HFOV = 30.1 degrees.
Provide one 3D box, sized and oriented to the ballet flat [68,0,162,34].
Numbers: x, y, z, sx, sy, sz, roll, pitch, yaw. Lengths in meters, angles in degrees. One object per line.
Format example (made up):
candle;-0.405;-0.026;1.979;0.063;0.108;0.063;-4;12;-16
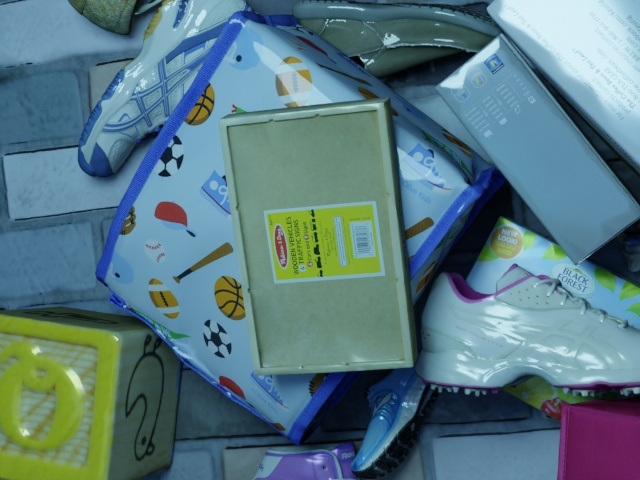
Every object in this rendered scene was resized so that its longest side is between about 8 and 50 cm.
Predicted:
ballet flat;-0.162;-0.389;1.443;0.348;0.123;0.123;-45;79;10

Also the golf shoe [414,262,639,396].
golf shoe;0.248;0.093;1.242;0.306;0.115;0.140;0;86;16

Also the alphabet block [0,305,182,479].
alphabet block;-0.292;0.183;1.421;0.193;0.197;0.192;5;91;16

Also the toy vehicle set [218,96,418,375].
toy vehicle set;0.000;0.000;1.173;0.166;0.035;0.266;-3;103;14

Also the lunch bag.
lunch bag;-0.038;-0.009;1.327;0.328;0.239;0.385;37;107;11

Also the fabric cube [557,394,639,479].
fabric cube;0.402;0.290;1.156;0.258;0.259;0.254;2;90;40

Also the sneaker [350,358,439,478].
sneaker;0.078;0.202;1.383;0.073;0.063;0.162;23;72;28

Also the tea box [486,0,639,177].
tea box;0.373;-0.162;1.169;0.220;0.323;0.329;-44;79;11

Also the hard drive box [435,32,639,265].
hard drive box;0.236;-0.100;1.268;0.089;0.181;0.232;-39;86;14

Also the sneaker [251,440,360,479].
sneaker;0.045;0.325;1.377;0.282;0.102;0.161;19;92;15

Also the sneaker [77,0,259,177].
sneaker;-0.182;-0.177;1.440;0.131;0.112;0.296;34;111;-8

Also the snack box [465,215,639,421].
snack box;0.256;0.094;1.332;0.207;0.070;0.174;29;98;13

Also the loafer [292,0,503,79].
loafer;0.088;-0.232;1.381;0.251;0.094;0.087;8;105;21

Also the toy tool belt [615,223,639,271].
toy tool belt;0.370;-0.003;1.311;0.083;0.052;0.051;-24;92;14
